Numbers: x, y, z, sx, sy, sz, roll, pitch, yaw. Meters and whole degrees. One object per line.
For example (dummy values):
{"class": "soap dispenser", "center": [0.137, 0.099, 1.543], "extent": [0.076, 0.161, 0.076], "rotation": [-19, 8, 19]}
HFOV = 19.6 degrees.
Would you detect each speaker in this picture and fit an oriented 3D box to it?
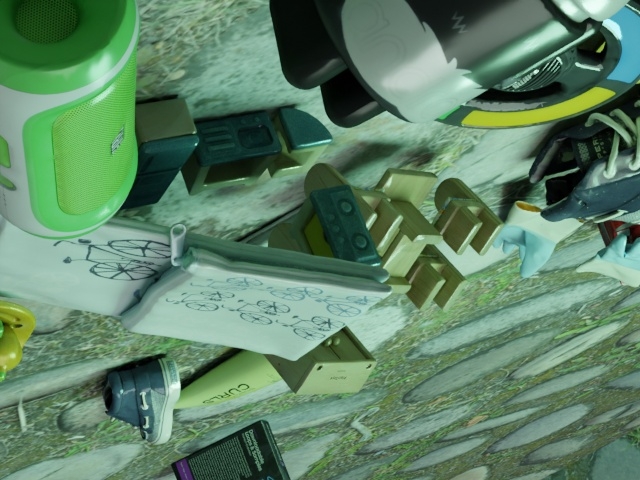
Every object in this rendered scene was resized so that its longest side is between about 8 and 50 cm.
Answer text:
{"class": "speaker", "center": [-0.192, -0.103, 1.333], "extent": [0.131, 0.131, 0.296], "rotation": [-18, 161, -12]}

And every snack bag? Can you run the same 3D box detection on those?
{"class": "snack bag", "center": [-0.142, 0.040, 1.628], "extent": [0.342, 0.037, 0.323], "rotation": [12, 164, -14]}

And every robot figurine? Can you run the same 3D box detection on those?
{"class": "robot figurine", "center": [0.099, -0.195, 1.336], "extent": [0.278, 0.174, 0.209], "rotation": [-29, 178, 21]}

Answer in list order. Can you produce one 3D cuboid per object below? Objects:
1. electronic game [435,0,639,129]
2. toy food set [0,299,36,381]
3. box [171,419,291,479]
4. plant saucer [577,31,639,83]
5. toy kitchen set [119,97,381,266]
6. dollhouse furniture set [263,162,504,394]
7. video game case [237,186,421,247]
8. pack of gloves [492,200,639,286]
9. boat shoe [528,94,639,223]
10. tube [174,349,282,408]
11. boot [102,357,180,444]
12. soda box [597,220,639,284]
{"class": "electronic game", "center": [0.168, -0.154, 1.543], "extent": [0.229, 0.048, 0.229], "rotation": [-4, 155, -2]}
{"class": "toy food set", "center": [-0.371, 0.103, 1.720], "extent": [0.218, 0.071, 0.128], "rotation": [4, 156, -22]}
{"class": "box", "center": [-0.126, 0.346, 2.692], "extent": [0.162, 0.116, 0.029], "rotation": [-28, 163, 19]}
{"class": "plant saucer", "center": [0.330, -0.231, 1.634], "extent": [0.332, 0.081, 0.333], "rotation": [-13, 159, -24]}
{"class": "toy kitchen set", "center": [-0.063, -0.033, 1.609], "extent": [0.207, 0.166, 0.122], "rotation": [-12, 160, -28]}
{"class": "dollhouse furniture set", "center": [0.021, 0.013, 1.891], "extent": [0.212, 0.161, 0.242], "rotation": [3, 127, -48]}
{"class": "video game case", "center": [0.000, 0.000, 2.005], "extent": [0.173, 0.022, 0.190], "rotation": [-29, 161, 22]}
{"class": "pack of gloves", "center": [0.301, 0.024, 2.189], "extent": [0.195, 0.046, 0.232], "rotation": [17, 168, 1]}
{"class": "boat shoe", "center": [0.355, -0.107, 1.938], "extent": [0.158, 0.127, 0.340], "rotation": [-5, 155, -28]}
{"class": "tube", "center": [-0.094, 0.168, 2.324], "extent": [0.240, 0.062, 0.070], "rotation": [-29, 121, 35]}
{"class": "boot", "center": [-0.226, 0.199, 2.264], "extent": [0.086, 0.069, 0.190], "rotation": [-8, 151, -16]}
{"class": "soda box", "center": [0.381, -0.028, 2.241], "extent": [0.083, 0.092, 0.263], "rotation": [-20, 161, 4]}
